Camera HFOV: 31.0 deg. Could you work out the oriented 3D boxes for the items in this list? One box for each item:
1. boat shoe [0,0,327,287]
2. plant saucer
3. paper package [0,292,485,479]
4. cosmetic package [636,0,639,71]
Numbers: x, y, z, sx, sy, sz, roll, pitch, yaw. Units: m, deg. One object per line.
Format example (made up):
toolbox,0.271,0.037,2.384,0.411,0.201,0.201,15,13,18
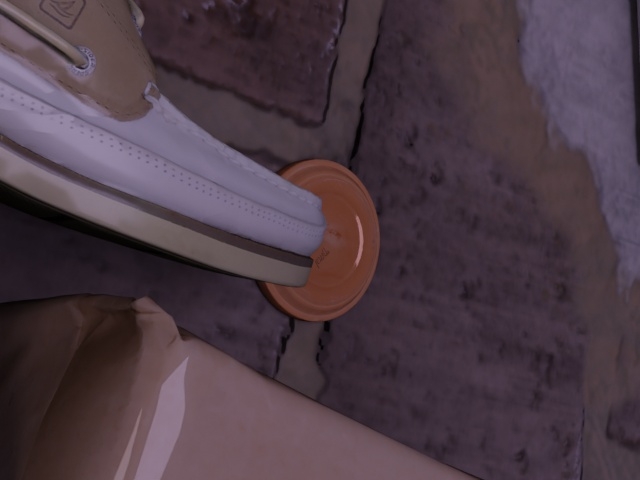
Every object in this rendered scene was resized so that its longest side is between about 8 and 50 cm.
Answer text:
boat shoe,-0.109,-0.066,0.430,0.302,0.113,0.103,25,81,-37
plant saucer,0.000,0.000,0.589,0.083,0.013,0.083,-1,92,-40
paper package,-0.042,0.225,0.457,0.309,0.168,0.325,30,71,-37
cosmetic package,0.321,-0.239,0.767,0.197,0.155,0.365,-6,94,-41
